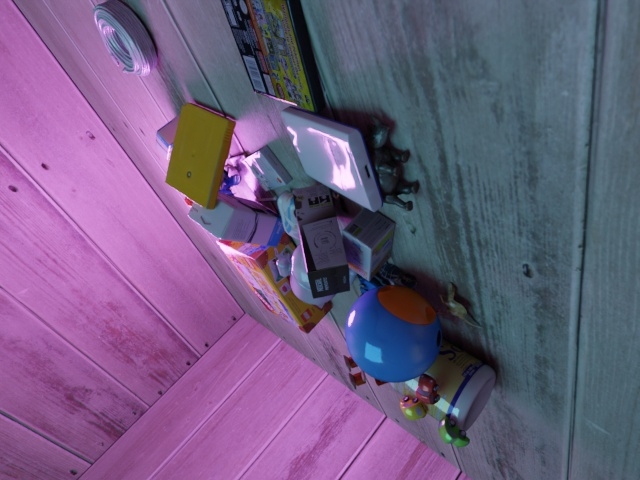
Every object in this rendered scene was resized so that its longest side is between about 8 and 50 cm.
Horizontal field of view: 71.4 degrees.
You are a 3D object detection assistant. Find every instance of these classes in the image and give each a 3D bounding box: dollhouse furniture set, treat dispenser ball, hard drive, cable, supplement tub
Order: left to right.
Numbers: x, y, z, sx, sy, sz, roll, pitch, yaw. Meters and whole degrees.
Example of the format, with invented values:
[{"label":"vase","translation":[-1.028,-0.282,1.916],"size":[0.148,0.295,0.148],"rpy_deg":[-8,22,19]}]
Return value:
[{"label":"cable","translation":[-0.678,-0.703,1.561],"size":[0.257,0.089,0.257],"rpy_deg":[31,153,31]},{"label":"hard drive","translation":[0.023,-0.212,1.117],"size":[0.318,0.040,0.210],"rpy_deg":[37,157,51]},{"label":"dollhouse furniture set","translation":[0.227,0.462,1.820],"size":[0.135,0.261,0.259],"rpy_deg":[71,180,-51]},{"label":"treat dispenser ball","translation":[0.217,0.278,1.339],"size":[0.288,0.288,0.288],"rpy_deg":[38,157,19]},{"label":"supplement tub","translation":[0.381,0.447,1.490],"size":[0.331,0.241,0.241],"rpy_deg":[29,153,36]}]

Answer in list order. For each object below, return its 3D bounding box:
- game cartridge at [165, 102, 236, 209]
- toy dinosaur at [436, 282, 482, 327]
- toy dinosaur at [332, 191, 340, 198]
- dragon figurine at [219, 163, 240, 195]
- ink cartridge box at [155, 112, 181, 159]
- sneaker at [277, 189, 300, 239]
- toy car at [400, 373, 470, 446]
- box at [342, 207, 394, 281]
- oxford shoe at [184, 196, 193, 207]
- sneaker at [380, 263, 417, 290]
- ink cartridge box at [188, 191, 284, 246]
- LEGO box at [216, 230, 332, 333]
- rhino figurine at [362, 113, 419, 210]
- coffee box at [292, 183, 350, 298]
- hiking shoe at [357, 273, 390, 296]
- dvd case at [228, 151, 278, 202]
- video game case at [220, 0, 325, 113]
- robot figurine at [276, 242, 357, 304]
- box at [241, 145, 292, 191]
[{"label":"game cartridge","translation":[-0.440,-0.311,1.612],"size":[0.285,0.324,0.052],"rpy_deg":[30,-161,34]},{"label":"toy dinosaur","translation":[0.390,0.202,1.291],"size":[0.183,0.053,0.092],"rpy_deg":[54,156,-20]},{"label":"toy dinosaur","translation":[0.049,-0.154,1.248],"size":[0.047,0.090,0.082],"rpy_deg":[25,108,21]},{"label":"dragon figurine","translation":[-0.389,-0.255,1.834],"size":[0.085,0.144,0.289],"rpy_deg":[45,139,8]},{"label":"ink cartridge box","translation":[-0.600,-0.427,1.836],"size":[0.082,0.139,0.190],"rpy_deg":[48,158,-10]},{"label":"sneaker","translation":[-0.083,-0.075,1.608],"size":[0.092,0.087,0.229],"rpy_deg":[27,154,33]},{"label":"toy car","translation":[0.346,0.536,1.341],"size":[0.225,0.053,0.239],"rpy_deg":[43,143,22]},{"label":"box","translation":[0.140,0.013,1.320],"size":[0.103,0.114,0.203],"rpy_deg":[35,157,23]},{"label":"oxford shoe","translation":[-0.565,-0.169,2.259],"size":[0.363,0.130,0.133],"rpy_deg":[25,157,42]},{"label":"sneaker","translation":[0.245,0.124,1.418],"size":[0.135,0.052,0.058],"rpy_deg":[31,158,33]},{"label":"ink cartridge box","translation":[-0.318,-0.087,1.742],"size":[0.223,0.129,0.307],"rpy_deg":[31,-168,33]},{"label":"LEGO box","translation":[-0.214,0.161,2.116],"size":[0.372,0.193,0.500],"rpy_deg":[18,146,50]},{"label":"rhino figurine","translation":[0.147,-0.179,1.026],"size":[0.106,0.073,0.243],"rpy_deg":[18,144,44]},{"label":"coffee box","translation":[0.000,0.000,1.339],"size":[0.168,0.118,0.297],"rpy_deg":[82,176,-56]},{"label":"hiking shoe","translation":[0.190,0.227,1.586],"size":[0.113,0.132,0.304],"rpy_deg":[21,148,46]},{"label":"dvd case","translation":[-0.261,-0.238,1.728],"size":[0.221,0.018,0.164],"rpy_deg":[54,157,-22]},{"label":"video game case","translation":[-0.114,-0.454,1.059],"size":[0.248,0.035,0.275],"rpy_deg":[30,153,35]},{"label":"robot figurine","translation":[-0.014,0.115,1.662],"size":[0.299,0.200,0.353],"rpy_deg":[4,155,-4]},{"label":"box","translation":[-0.190,-0.247,1.557],"size":[0.145,0.038,0.186],"rpy_deg":[52,159,-17]}]
